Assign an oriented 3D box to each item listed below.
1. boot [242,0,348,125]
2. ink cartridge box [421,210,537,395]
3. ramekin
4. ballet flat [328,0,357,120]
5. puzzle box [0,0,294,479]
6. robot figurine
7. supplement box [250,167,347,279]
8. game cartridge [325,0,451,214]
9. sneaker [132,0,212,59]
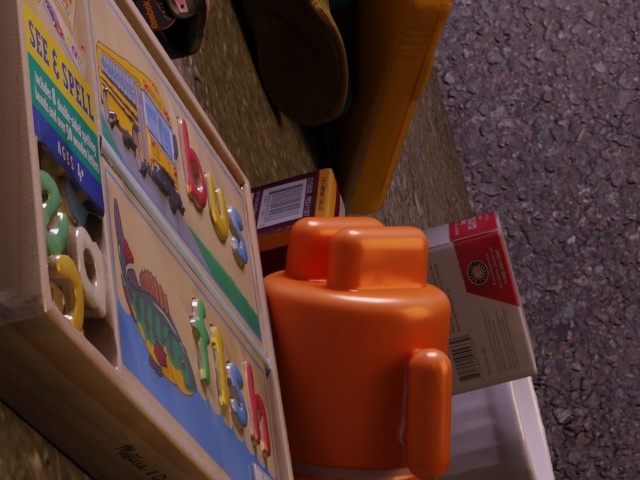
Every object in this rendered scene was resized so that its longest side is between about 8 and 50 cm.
[{"bbox_3d":[-0.030,-0.223,1.686,0.165,0.077,0.213,-95,166,-56],"label":"boot"},{"bbox_3d":[0.076,0.062,1.577,0.072,0.175,0.127,-79,154,-75],"label":"ink cartridge box"},{"bbox_3d":[0.144,0.181,1.926,0.277,0.135,0.277,-13,90,-81],"label":"ramekin"},{"bbox_3d":[-0.001,-0.213,1.796,0.074,0.074,0.203,-72,161,-73],"label":"ballet flat"},{"bbox_3d":[-0.100,-0.001,1.006,0.409,0.052,0.272,58,20,-62],"label":"puzzle box"},{"bbox_3d":[0.016,0.096,1.239,0.128,0.158,0.219,-22,117,-75],"label":"robot figurine"},{"bbox_3d":[-0.004,0.058,1.392,0.104,0.080,0.188,-82,156,-67],"label":"supplement box"},{"bbox_3d":[0.052,-0.229,1.845,0.324,0.052,0.285,111,-24,-55],"label":"game cartridge"},{"bbox_3d":[-0.102,-0.173,1.204,0.178,0.072,0.077,47,40,-60],"label":"sneaker"}]
